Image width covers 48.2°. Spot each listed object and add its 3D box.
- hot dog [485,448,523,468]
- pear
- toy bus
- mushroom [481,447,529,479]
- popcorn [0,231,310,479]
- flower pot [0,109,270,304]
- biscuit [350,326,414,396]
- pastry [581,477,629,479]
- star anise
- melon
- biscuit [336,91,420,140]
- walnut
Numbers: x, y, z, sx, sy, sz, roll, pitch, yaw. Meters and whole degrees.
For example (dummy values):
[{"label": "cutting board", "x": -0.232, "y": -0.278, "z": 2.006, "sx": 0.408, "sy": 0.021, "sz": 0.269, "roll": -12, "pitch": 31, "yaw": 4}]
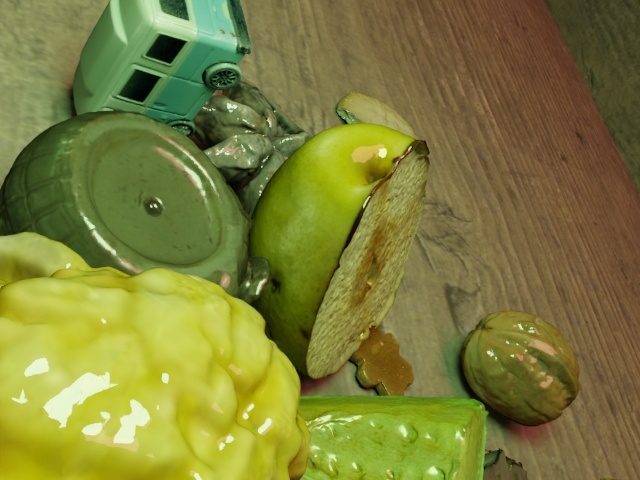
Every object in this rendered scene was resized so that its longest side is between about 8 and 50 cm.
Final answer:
[{"label": "hot dog", "x": 0.236, "y": 0.434, "z": 1.074, "sx": 0.194, "sy": 0.107, "sz": 0.326, "roll": -16, "pitch": 68, "yaw": -34}, {"label": "pear", "x": 0.000, "y": 0.000, "z": 0.996, "sx": 0.191, "sy": 0.386, "sz": 0.340, "roll": 25, "pitch": 50, "yaw": 19}, {"label": "toy bus", "x": -0.229, "y": -0.231, "z": 0.958, "sx": 0.165, "sy": 0.271, "sz": 0.133, "roll": 6, "pitch": 58, "yaw": -39}, {"label": "mushroom", "x": 0.211, "y": 0.369, "z": 0.949, "sx": 0.188, "sy": 0.117, "sz": 0.141, "roll": -9, "pitch": 71, "yaw": -62}, {"label": "popcorn", "x": -0.204, "y": 0.183, "z": 0.546, "sx": 0.390, "sy": 0.344, "sz": 0.354, "roll": 14, "pitch": 18, "yaw": -12}, {"label": "flower pot", "x": -0.219, "y": 0.015, "z": 0.812, "sx": 0.302, "sy": 0.213, "sz": 0.301, "roll": 28, "pitch": 44, "yaw": -31}, {"label": "biscuit", "x": 0.083, "y": 0.185, "z": 1.175, "sx": 0.184, "sy": 0.027, "sz": 0.133, "roll": 44, "pitch": 38, "yaw": -12}, {"label": "pastry", "x": 0.574, "y": 0.579, "z": 1.279, "sx": 0.284, "sy": 0.184, "sz": 0.315, "roll": -14, "pitch": 73, "yaw": -51}, {"label": "star anise", "x": -0.109, "y": -0.150, "z": 1.127, "sx": 0.359, "sy": 0.139, "sz": 0.315, "roll": 35, "pitch": 34, "yaw": -34}, {"label": "melon", "x": 0.005, "y": 0.272, "z": 0.832, "sx": 0.226, "sy": 0.344, "sz": 0.331, "roll": 73, "pitch": 30, "yaw": -45}, {"label": "biscuit", "x": 0.137, "y": -0.243, "z": 1.572, "sx": 0.265, "sy": 0.040, "sz": 0.188, "roll": 12, "pitch": 51, "yaw": -43}, {"label": "walnut", "x": 0.372, "y": 0.234, "z": 1.328, "sx": 0.245, "sy": 0.198, "sz": 0.198, "roll": 41, "pitch": 38, "yaw": -12}]
